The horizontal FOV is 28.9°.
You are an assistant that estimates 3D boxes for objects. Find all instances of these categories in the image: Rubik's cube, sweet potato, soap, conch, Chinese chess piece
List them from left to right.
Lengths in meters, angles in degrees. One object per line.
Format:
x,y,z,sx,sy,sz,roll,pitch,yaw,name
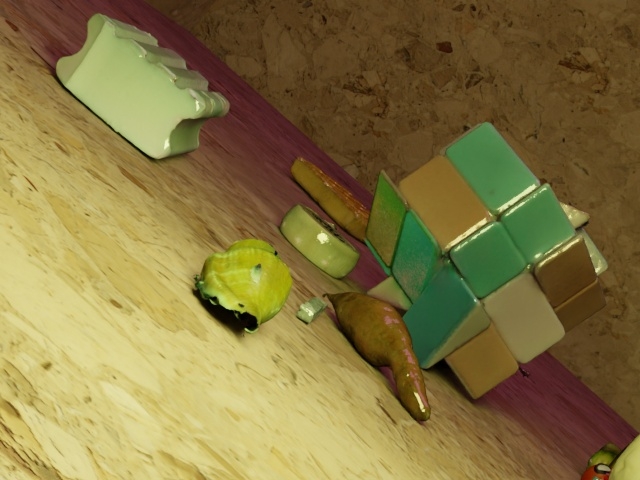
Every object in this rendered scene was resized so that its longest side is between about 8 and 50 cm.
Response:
-0.258,-0.229,1.874,0.208,0.115,0.347,41,7,-2,soap
-0.080,0.046,1.311,0.095,0.079,0.201,22,14,8,conch
0.000,0.000,2.039,0.144,0.058,0.144,39,6,-5,Chinese chess piece
0.086,0.133,1.610,0.075,0.075,0.269,34,12,-41,sweet potato
0.246,0.021,1.980,0.387,0.358,0.368,54,1,2,Rubik's cube

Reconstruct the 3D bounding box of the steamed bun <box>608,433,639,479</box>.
0.532,0.400,1.598,0.352,0.247,0.339,-2,38,-20,steamed bun

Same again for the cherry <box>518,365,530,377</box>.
0.361,0.200,2.562,0.188,0.115,0.148,48,-31,3,cherry

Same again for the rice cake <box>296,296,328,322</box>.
-0.011,0.088,1.587,0.022,0.021,0.121,31,7,6,rice cake

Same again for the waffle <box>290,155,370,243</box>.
0.058,-0.071,2.809,0.248,0.055,0.221,47,9,38,waffle

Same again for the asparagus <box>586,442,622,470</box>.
0.522,0.405,2.194,0.085,0.082,0.343,47,12,26,asparagus

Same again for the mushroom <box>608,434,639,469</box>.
0.578,0.409,1.886,0.212,0.217,0.292,43,6,-7,mushroom

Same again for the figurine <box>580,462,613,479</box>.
0.430,0.380,1.885,0.068,0.075,0.140,39,-4,5,figurine
